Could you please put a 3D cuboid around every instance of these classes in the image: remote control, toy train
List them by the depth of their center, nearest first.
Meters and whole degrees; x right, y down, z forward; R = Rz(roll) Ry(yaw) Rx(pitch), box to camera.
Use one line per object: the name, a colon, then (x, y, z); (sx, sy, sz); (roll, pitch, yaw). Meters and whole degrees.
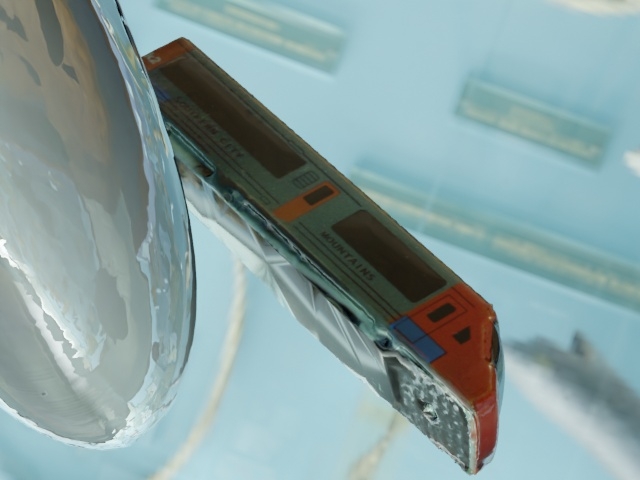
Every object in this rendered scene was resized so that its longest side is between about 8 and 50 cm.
remote control: (-0.121, -0.076, 0.649); (0.332, 0.103, 0.221); (65, -179, 40)
toy train: (0.000, 0.000, 1.313); (0.409, 0.089, 0.086); (42, 152, 35)
